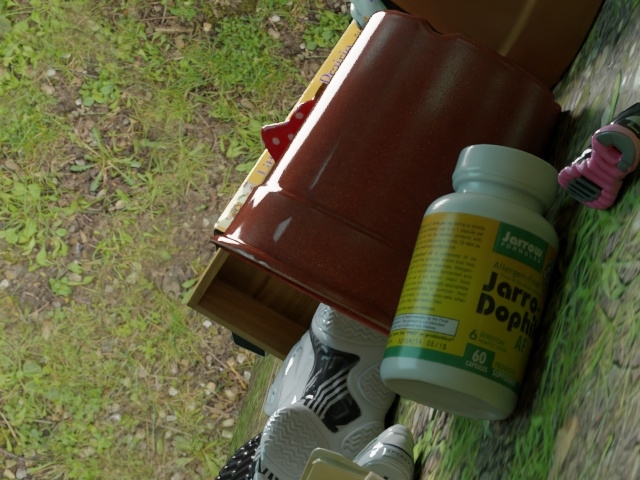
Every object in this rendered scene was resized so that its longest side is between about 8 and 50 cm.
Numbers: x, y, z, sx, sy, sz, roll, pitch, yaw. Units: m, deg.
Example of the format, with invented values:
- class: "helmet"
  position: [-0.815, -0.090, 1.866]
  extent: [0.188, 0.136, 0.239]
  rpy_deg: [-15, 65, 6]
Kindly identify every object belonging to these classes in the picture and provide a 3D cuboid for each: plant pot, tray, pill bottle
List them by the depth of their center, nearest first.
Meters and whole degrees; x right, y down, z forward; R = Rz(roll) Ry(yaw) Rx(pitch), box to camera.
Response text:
- class: "pill bottle"
  position: [0.130, 0.033, 1.324]
  extent: [0.117, 0.117, 0.208]
  rpy_deg: [129, 159, -74]
- class: "plant pot"
  position: [0.077, -0.054, 1.498]
  extent: [0.265, 0.272, 0.272]
  rpy_deg: [-63, 5, -4]
- class: "plant pot"
  position: [0.176, -0.316, 1.602]
  extent: [0.291, 0.203, 0.291]
  rpy_deg: [-160, 90, -84]
- class: "tray"
  position: [0.000, 0.000, 1.976]
  extent: [0.411, 0.202, 0.076]
  rpy_deg: [-54, 7, 49]

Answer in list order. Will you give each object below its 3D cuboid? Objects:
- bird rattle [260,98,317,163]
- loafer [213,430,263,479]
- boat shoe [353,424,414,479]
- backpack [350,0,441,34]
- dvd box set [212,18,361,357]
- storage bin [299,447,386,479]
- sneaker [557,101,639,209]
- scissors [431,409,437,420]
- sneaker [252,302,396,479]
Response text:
- class: "bird rattle"
  position: [0.070, -0.074, 1.690]
  extent: [0.207, 0.253, 0.143]
  rpy_deg: [-40, 27, 2]
- class: "loafer"
  position: [-0.079, 0.408, 1.946]
  extent: [0.134, 0.130, 0.366]
  rpy_deg: [-33, 39, 52]
- class: "boat shoe"
  position: [0.040, 0.280, 1.650]
  extent: [0.226, 0.083, 0.076]
  rpy_deg: [-53, 3, 35]
- class: "backpack"
  position: [0.135, -0.276, 1.922]
  extent: [0.166, 0.188, 0.144]
  rpy_deg: [-32, -12, -21]
- class: "dvd box set"
  position: [-0.013, -0.077, 2.310]
  extent: [0.420, 0.062, 0.308]
  rpy_deg: [-57, -21, -29]
- class: "storage bin"
  position: [-0.044, 0.361, 1.470]
  extent: [0.262, 0.123, 0.260]
  rpy_deg: [-43, -21, -56]
- class: "sneaker"
  position: [0.221, -0.066, 1.211]
  extent: [0.057, 0.047, 0.119]
  rpy_deg: [-52, -1, -26]
- class: "scissors"
  position: [0.152, 0.038, 1.616]
  extent: [0.109, 0.021, 0.297]
  rpy_deg: [165, 123, -80]
- class: "sneaker"
  position: [0.000, 0.224, 1.881]
  extent: [0.210, 0.137, 0.366]
  rpy_deg: [117, 175, -59]
